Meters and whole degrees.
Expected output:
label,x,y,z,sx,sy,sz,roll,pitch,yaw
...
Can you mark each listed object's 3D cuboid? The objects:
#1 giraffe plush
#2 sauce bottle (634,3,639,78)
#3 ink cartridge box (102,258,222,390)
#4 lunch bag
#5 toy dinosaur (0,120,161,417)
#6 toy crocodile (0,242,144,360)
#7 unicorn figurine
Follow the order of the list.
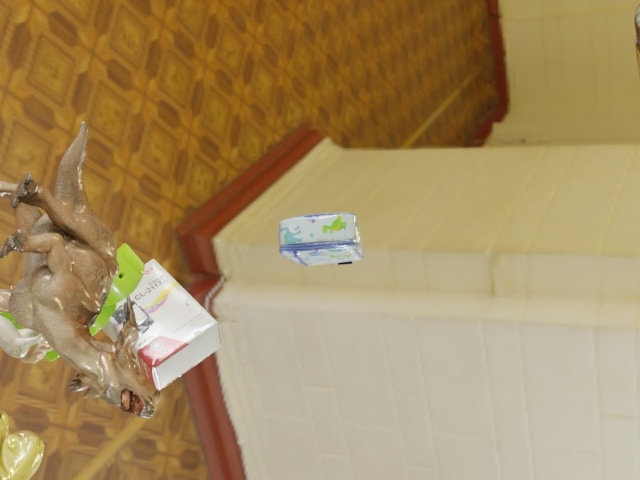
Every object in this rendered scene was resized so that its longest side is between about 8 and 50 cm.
label,x,y,z,sx,sy,sz,roll,pitch,yaw
giraffe plush,-0.448,0.359,1.207,0.181,0.210,0.170,-24,140,-32
sauce bottle,0.427,-0.122,1.014,0.344,0.111,0.111,63,37,-42
ink cartridge box,-0.262,0.130,1.425,0.127,0.175,0.072,-35,149,-25
lunch bag,0.000,0.000,1.930,0.219,0.176,0.090,57,30,-79
toy dinosaur,-0.245,0.037,0.904,0.200,0.127,0.295,29,48,-37
toy crocodile,-0.386,0.090,1.339,0.115,0.340,0.105,44,47,-18
unicorn figurine,-0.444,0.113,1.243,0.162,0.111,0.060,47,21,-2
